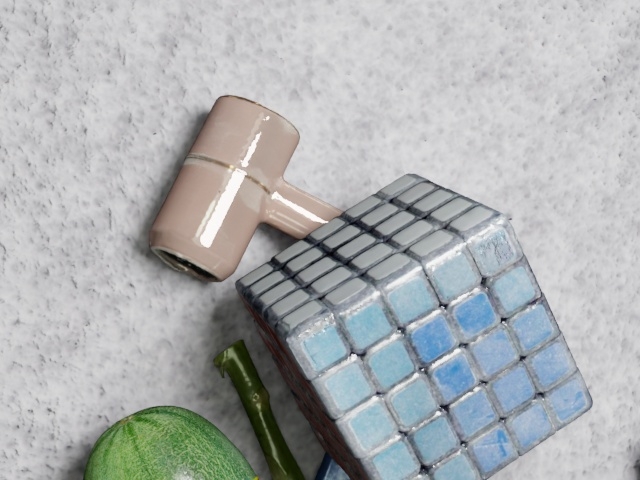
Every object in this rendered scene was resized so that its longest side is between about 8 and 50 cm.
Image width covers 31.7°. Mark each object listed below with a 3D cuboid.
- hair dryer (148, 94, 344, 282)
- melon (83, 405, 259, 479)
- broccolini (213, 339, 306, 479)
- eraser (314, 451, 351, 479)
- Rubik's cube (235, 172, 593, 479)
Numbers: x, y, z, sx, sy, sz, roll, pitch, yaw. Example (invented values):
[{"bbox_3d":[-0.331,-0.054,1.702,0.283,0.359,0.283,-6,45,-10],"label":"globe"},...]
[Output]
[{"bbox_3d":[0.000,0.000,1.240,0.344,0.107,0.189,27,77,-7],"label":"hair dryer"},{"bbox_3d":[-0.132,0.306,1.133,0.182,0.182,0.287,-21,87,-18],"label":"melon"},{"bbox_3d":[-0.039,0.302,1.235,0.074,0.079,0.392,-23,82,-7],"label":"broccolini"},{"bbox_3d":[0.111,0.175,1.292,0.144,0.042,0.312,27,76,-11],"label":"eraser"},{"bbox_3d":[0.085,0.098,1.120,0.237,0.238,0.237,-33,110,-10],"label":"Rubik's cube"}]
